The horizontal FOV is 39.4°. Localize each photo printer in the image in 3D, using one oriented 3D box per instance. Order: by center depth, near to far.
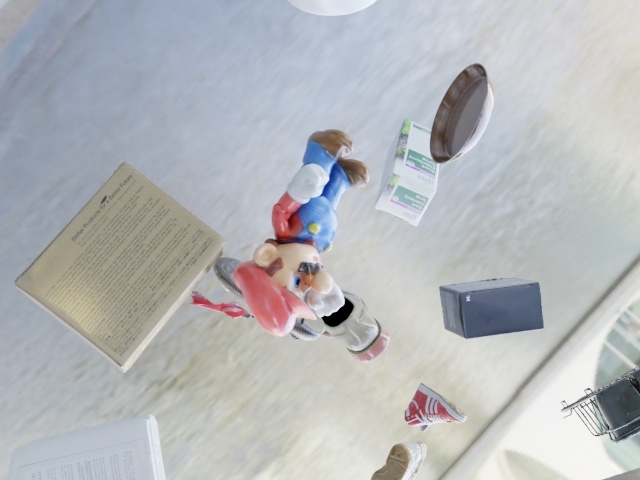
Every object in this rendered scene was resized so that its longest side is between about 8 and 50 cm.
[{"bbox_3d":[-0.461,0.501,1.766,0.307,0.256,0.107,-13,161,-3],"label":"photo printer"}]

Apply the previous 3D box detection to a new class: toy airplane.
[{"bbox_3d":[-0.208,0.138,1.852,0.151,0.151,0.028,12,98,-69],"label":"toy airplane"}]

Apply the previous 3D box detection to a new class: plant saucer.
[{"bbox_3d":[0.226,-0.196,1.409,0.168,0.029,0.168,-55,-156,39],"label":"plant saucer"}]

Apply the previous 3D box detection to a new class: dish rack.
[{"bbox_3d":[0.432,0.195,1.189,0.208,0.074,0.271,-26,165,-6],"label":"dish rack"}]

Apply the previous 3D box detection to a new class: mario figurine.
[{"bbox_3d":[0.000,0.000,1.349,0.170,0.198,0.321,-16,-134,60],"label":"mario figurine"}]

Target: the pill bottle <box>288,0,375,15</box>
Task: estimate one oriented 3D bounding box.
[{"bbox_3d":[0.016,-0.556,1.362,0.224,0.224,0.392,-39,152,-23],"label":"pill bottle"}]

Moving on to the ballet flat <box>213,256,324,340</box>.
[{"bbox_3d":[-0.098,0.113,1.603,0.058,0.249,0.084,-39,-148,30],"label":"ballet flat"}]

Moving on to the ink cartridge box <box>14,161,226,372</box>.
[{"bbox_3d":[-0.281,0.039,1.280,0.235,0.193,0.088,-51,178,-17],"label":"ink cartridge box"}]

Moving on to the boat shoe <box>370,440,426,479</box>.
[{"bbox_3d":[0.135,0.398,1.520,0.059,0.063,0.170,-12,144,-33],"label":"boat shoe"}]

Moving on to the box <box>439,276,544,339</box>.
[{"bbox_3d":[0.325,0.127,1.715,0.155,0.093,0.158,-7,-179,-6],"label":"box"}]

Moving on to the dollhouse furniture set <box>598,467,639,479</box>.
[{"bbox_3d":[0.461,0.472,1.141,0.286,0.303,0.198,-20,135,5],"label":"dollhouse furniture set"}]

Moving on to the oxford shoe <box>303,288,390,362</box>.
[{"bbox_3d":[0.035,0.150,2.007,0.123,0.130,0.348,-46,-154,-9],"label":"oxford shoe"}]

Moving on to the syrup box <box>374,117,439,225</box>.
[{"bbox_3d":[0.182,-0.141,1.808,0.237,0.093,0.096,-72,-173,-55],"label":"syrup box"}]

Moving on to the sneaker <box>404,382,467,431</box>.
[{"bbox_3d":[0.170,0.265,1.346,0.067,0.042,0.118,-56,-154,-3],"label":"sneaker"}]
